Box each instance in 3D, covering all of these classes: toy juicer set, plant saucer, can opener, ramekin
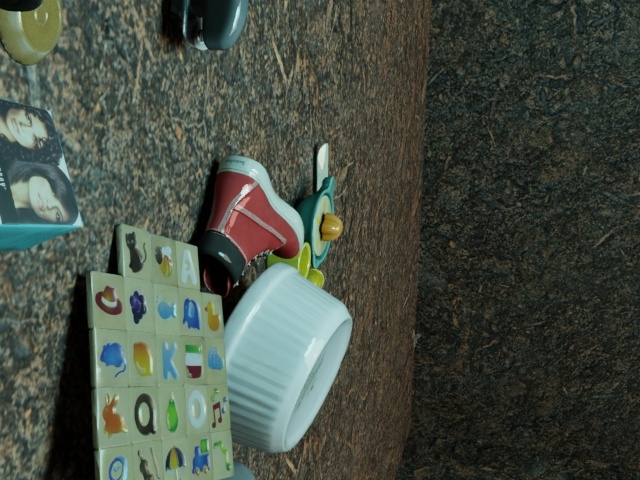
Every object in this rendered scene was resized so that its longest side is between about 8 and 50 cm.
[{"bbox_3d":[0.000,0.000,1.518,0.329,0.090,0.209,-69,159,-44],"label":"toy juicer set"},{"bbox_3d":[-0.238,-0.188,0.693,0.083,0.015,0.083,7,90,-75],"label":"plant saucer"},{"bbox_3d":[-0.119,-0.351,0.935,0.074,0.093,0.280,-7,99,-74],"label":"can opener"},{"bbox_3d":[-0.056,0.178,1.189,0.273,0.127,0.273,-59,165,-26],"label":"ramekin"}]

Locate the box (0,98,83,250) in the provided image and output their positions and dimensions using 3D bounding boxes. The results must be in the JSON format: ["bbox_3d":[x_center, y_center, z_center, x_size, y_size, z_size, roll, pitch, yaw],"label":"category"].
[{"bbox_3d":[-0.256,-0.046,0.541,0.244,0.060,0.100,-4,76,-75],"label":"box"}]

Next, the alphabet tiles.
[{"bbox_3d":[-0.170,0.162,0.925,0.285,0.011,0.342,22,61,-68],"label":"alphabet tiles"}]

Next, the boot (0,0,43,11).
[{"bbox_3d":[-0.221,-0.301,0.574,0.236,0.085,0.178,78,22,-50],"label":"boot"}]

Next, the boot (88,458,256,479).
[{"bbox_3d":[-0.161,0.297,1.032,0.338,0.118,0.222,-56,141,-74],"label":"boot"}]

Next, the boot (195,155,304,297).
[{"bbox_3d":[-0.102,0.016,1.169,0.244,0.088,0.176,54,46,-59],"label":"boot"}]
